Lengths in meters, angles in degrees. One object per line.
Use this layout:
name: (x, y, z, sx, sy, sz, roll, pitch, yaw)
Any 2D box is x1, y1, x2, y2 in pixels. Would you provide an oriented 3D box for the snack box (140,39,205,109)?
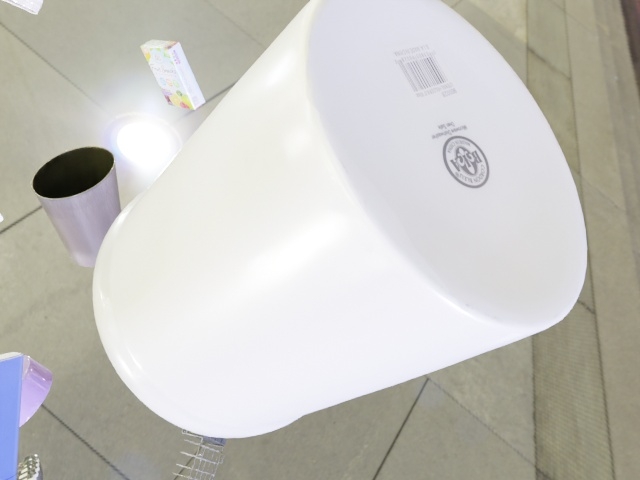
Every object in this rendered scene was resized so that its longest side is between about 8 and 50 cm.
snack box: (-0.316, -0.355, 1.214, 0.100, 0.141, 0.037, 19, 52, 36)

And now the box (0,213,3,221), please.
box: (-0.420, -0.073, 0.526, 0.103, 0.203, 0.114, 2, 36, 30)

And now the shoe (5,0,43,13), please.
shoe: (-0.570, -0.436, 0.930, 0.219, 0.058, 0.076, 6, 12, -40)

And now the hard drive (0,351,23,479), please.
hard drive: (-0.759, 0.428, 1.253, 0.040, 0.210, 0.319, 5, 92, 16)

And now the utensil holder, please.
utensil holder: (0.000, 0.000, 0.558, 0.327, 0.385, 0.328, 19, 57, -32)

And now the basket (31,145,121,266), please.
basket: (-0.527, -0.063, 1.276, 0.154, 0.227, 0.204, 10, 41, 9)

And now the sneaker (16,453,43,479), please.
sneaker: (-0.790, 0.705, 1.552, 0.078, 0.106, 0.234, -24, 41, -6)

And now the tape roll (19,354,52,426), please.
tape roll: (-0.812, 0.405, 1.500, 0.080, 0.189, 0.189, 51, 41, -33)

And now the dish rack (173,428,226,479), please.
dish rack: (-0.344, 0.640, 1.541, 0.074, 0.208, 0.272, 9, 65, 15)
